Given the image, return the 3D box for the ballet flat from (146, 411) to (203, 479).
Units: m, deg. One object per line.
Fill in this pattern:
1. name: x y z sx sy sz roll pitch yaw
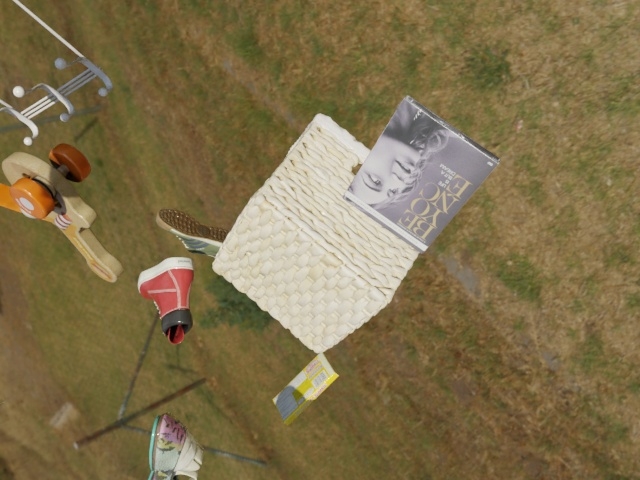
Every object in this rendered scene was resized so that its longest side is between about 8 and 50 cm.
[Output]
1. ballet flat: -0.217 0.332 0.906 0.079 0.077 0.222 17 127 -4

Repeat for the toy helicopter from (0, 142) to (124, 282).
1. toy helicopter: -0.548 -0.039 1.305 0.234 0.140 0.355 5 137 32

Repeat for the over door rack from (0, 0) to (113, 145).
1. over door rack: -0.603 -0.341 1.170 0.239 0.324 0.108 -25 44 17

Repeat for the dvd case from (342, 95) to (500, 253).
1. dvd case: 0.146 -0.093 0.943 0.164 0.018 0.221 35 136 3

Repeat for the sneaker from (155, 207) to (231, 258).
1. sneaker: -0.295 -0.005 1.397 0.086 0.192 0.064 -46 34 39

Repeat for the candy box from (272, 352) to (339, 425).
1. candy box: -0.044 0.423 1.750 0.027 0.206 0.105 43 -176 -32

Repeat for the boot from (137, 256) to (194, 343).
1. boot: -0.351 0.151 1.374 0.244 0.088 0.176 -26 64 54

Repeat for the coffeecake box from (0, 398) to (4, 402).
1. coffeecake box: -0.643 0.357 1.075 0.068 0.186 0.142 29 158 -14

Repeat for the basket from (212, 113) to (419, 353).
1. basket: 0.000 0.000 1.225 0.328 0.266 0.331 39 144 -3
